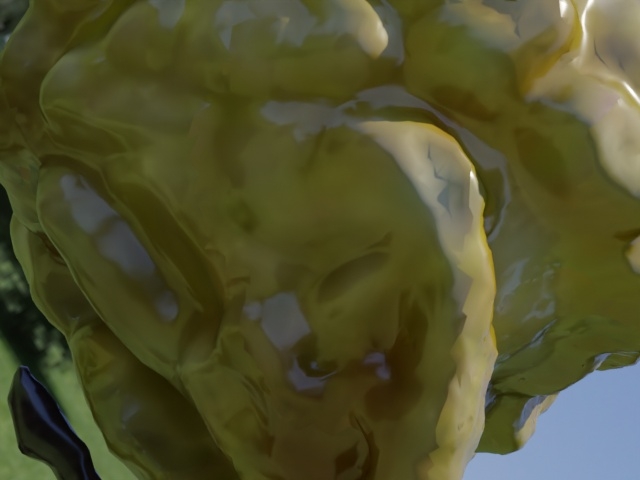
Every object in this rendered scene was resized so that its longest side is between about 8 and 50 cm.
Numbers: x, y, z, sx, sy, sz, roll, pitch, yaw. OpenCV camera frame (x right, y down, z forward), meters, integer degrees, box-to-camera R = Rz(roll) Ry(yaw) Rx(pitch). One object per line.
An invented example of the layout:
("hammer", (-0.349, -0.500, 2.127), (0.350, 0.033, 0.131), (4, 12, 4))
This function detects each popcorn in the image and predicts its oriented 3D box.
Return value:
("popcorn", (0.000, 0.000, 0.683), (0.349, 0.381, 0.349), (24, -24, 12))
